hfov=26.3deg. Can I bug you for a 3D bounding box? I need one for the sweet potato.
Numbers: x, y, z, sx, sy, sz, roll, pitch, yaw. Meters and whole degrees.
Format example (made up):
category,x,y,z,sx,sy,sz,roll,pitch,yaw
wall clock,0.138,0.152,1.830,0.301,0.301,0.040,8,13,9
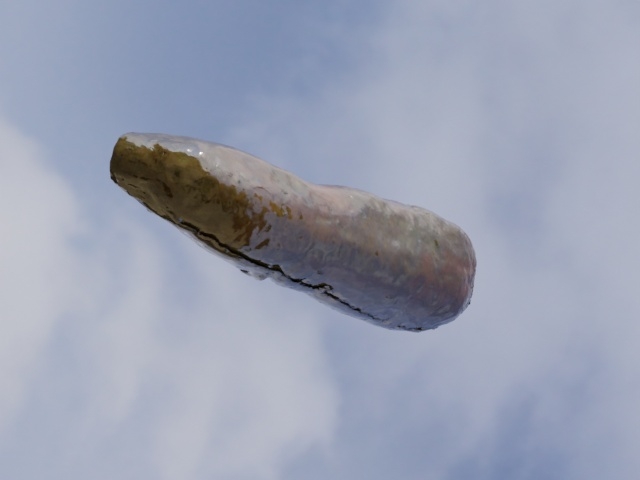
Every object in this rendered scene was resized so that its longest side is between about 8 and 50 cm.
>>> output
category,x,y,z,sx,sy,sz,roll,pitch,yaw
sweet potato,0.000,0.000,0.723,0.075,0.273,0.075,-12,-110,37
